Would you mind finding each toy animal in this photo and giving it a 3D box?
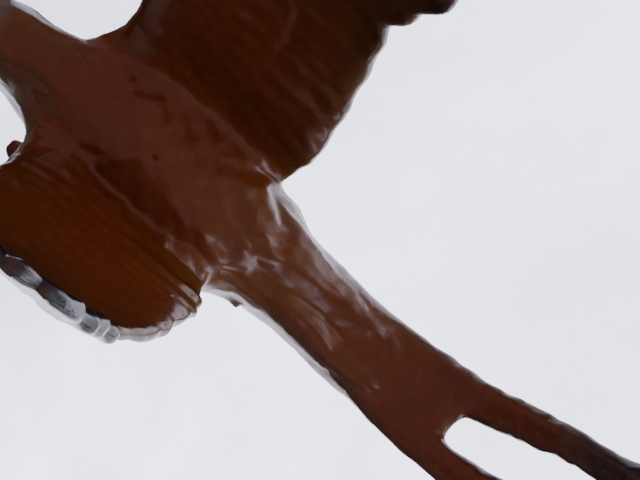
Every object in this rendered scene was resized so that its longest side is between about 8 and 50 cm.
[{"bbox_3d":[-0.014,-0.006,0.722,0.225,0.284,0.302,-49,-149,-15],"label":"toy animal"}]
